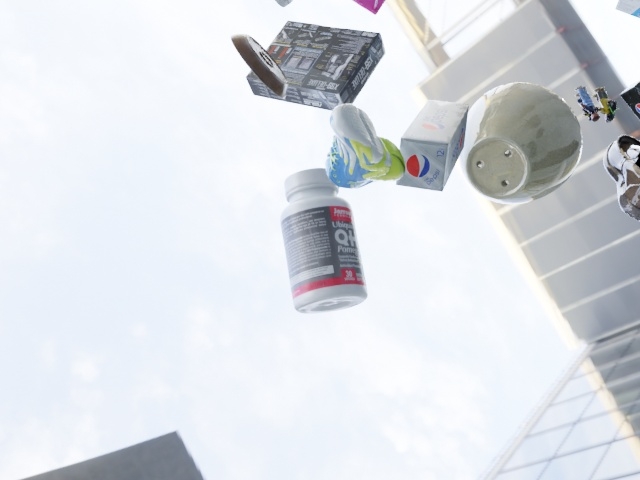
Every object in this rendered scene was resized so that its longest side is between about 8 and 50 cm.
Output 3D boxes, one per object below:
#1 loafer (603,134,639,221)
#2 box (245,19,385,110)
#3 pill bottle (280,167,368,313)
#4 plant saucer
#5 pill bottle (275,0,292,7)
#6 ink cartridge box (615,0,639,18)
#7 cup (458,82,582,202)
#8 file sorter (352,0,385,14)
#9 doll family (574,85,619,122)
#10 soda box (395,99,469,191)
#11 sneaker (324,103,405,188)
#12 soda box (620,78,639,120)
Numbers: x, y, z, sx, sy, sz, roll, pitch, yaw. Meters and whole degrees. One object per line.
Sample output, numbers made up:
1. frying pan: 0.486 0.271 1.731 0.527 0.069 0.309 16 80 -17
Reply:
1. loafer: 0.821 -0.177 1.903 0.134 0.130 0.366 22 -145 -7
2. box: -0.013 -0.478 2.050 0.242 0.307 0.076 -60 -31 -25
3. pill bottle: 0.000 0.000 1.773 0.176 0.176 0.318 5 -112 -42
4. plant saucer: -0.120 -0.370 1.572 0.168 0.029 0.168 46 -163 -18
5. pill bottle: -0.038 -0.533 1.509 0.078 0.137 0.078 46 -154 -30
6. ink cartridge box: 0.768 -0.595 1.783 0.088 0.122 0.052 34 -139 28
7. cup: 0.500 -0.228 1.993 0.331 0.331 0.237 53 -143 -3
8. file sorter: 0.096 -0.827 2.134 0.291 0.182 0.202 33 -95 1
9. doll family: 0.790 -0.381 2.155 0.193 0.076 0.111 -7 -108 -30
10. soda box: 0.224 -0.192 1.478 0.286 0.091 0.098 -54 -30 -59
11. sneaker: 0.049 -0.139 1.259 0.240 0.126 0.091 33 -140 -55
12. soda box: 0.766 -0.291 1.721 0.053 0.060 0.169 -40 -88 -17
